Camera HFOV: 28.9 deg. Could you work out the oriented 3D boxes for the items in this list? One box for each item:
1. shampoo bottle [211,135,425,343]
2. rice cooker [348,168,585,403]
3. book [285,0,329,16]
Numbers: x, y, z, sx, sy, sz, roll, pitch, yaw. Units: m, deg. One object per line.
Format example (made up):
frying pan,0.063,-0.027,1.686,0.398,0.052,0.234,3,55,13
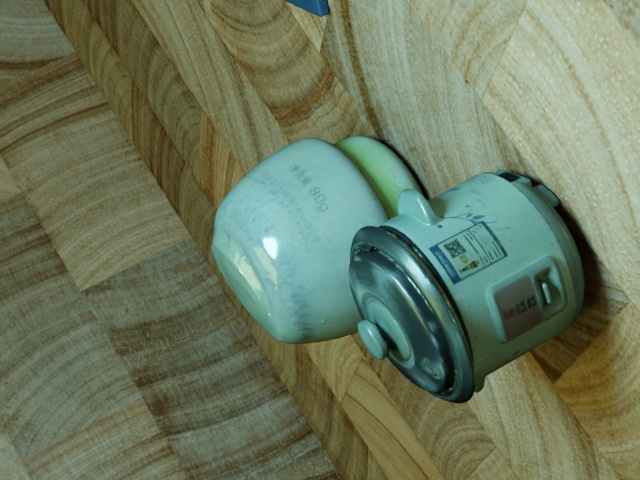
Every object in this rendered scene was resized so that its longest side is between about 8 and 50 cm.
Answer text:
shampoo bottle,0.000,0.000,1.998,0.322,0.317,0.322,49,154,33
rice cooker,0.181,0.062,1.645,0.264,0.316,0.317,32,144,57
book,-0.068,-0.498,1.956,0.191,0.025,0.269,36,148,50
